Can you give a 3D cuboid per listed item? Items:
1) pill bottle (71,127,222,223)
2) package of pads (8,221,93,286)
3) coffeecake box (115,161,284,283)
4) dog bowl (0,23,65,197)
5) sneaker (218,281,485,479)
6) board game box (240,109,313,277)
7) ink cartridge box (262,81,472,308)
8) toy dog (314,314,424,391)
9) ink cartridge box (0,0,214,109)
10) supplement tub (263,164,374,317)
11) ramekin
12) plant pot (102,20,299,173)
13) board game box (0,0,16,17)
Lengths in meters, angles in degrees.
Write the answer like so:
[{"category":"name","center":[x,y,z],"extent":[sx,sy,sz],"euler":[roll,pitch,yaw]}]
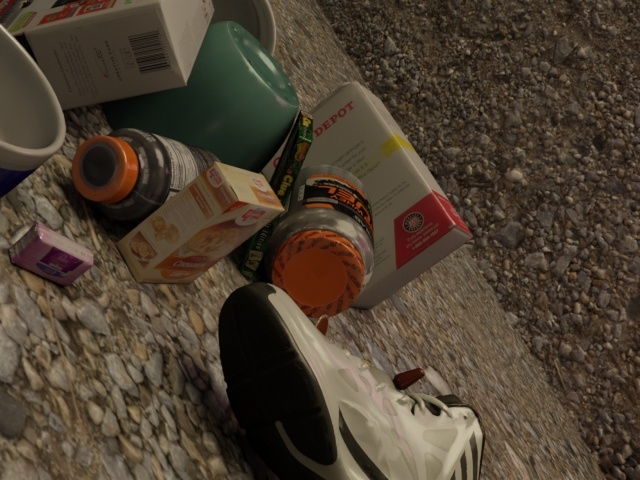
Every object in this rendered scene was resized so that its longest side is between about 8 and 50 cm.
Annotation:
[{"category":"pill bottle","center":[-0.240,-0.085,1.330],"extent":[0.130,0.130,0.246],"euler":[58,17,17]},{"category":"package of pads","center":[-0.306,0.017,1.078],"extent":[0.083,0.050,0.032],"euler":[34,25,-46]},{"category":"coffeecake box","center":[-0.162,-0.019,1.302],"extent":[0.068,0.185,0.142],"euler":[57,17,16]},{"category":"dog bowl","center":[-0.420,-0.170,1.059],"extent":[0.265,0.104,0.265],"euler":[47,18,-20]},{"category":"sneaker","center":[0.055,0.225,1.260],"extent":[0.257,0.169,0.447],"euler":[-31,92,-44]},{"category":"board game box","center":[-0.072,-0.078,1.573],"extent":[0.030,0.259,0.136],"euler":[20,25,-12]},{"category":"ink cartridge box","center":[0.087,-0.093,1.967],"extent":[0.384,0.279,0.160],"euler":[59,17,19]},{"category":"toy dog","center":[0.045,0.220,1.415],"extent":[0.220,0.161,0.334],"euler":[56,17,13]},{"category":"ink cartridge box","center":[-0.325,-0.330,1.445],"extent":[0.309,0.272,0.130],"euler":[-85,163,-56]},{"category":"supplement tub","center":[0.000,0.000,1.693],"extent":[0.193,0.193,0.316],"euler":[47,17,-17]},{"category":"ramekin","center":[-0.226,-0.396,1.781],"extent":[0.277,0.277,0.135],"euler":[46,9,-20]},{"category":"plant pot","center":[-0.180,-0.226,1.599],"extent":[0.293,0.235,0.293],"euler":[46,18,-20]},{"category":"board game box","center":[-0.463,-0.441,1.434],"extent":[0.027,0.145,0.281],"euler":[36,23,-38]}]
